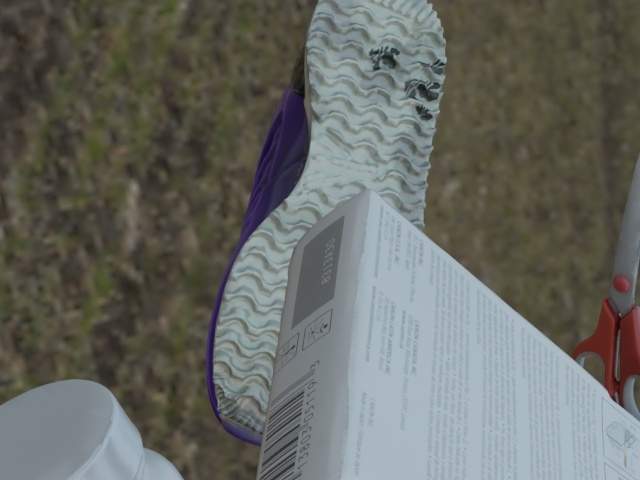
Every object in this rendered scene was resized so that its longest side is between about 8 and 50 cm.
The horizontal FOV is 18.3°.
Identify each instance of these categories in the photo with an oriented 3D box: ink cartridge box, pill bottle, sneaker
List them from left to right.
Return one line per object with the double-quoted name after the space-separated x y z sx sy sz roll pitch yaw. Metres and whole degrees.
-0.140 0.245 1.368 0.161 0.161 0.283 -78 147 -55 "pill bottle"
0.001 0.000 1.164 0.146 0.102 0.293 120 -12 -63 "sneaker"
0.075 0.106 0.773 0.225 0.056 0.181 41 29 -21 "ink cartridge box"

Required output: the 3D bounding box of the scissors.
0.260 0.052 1.778 0.021 0.109 0.297 -34 121 -45 "scissors"
